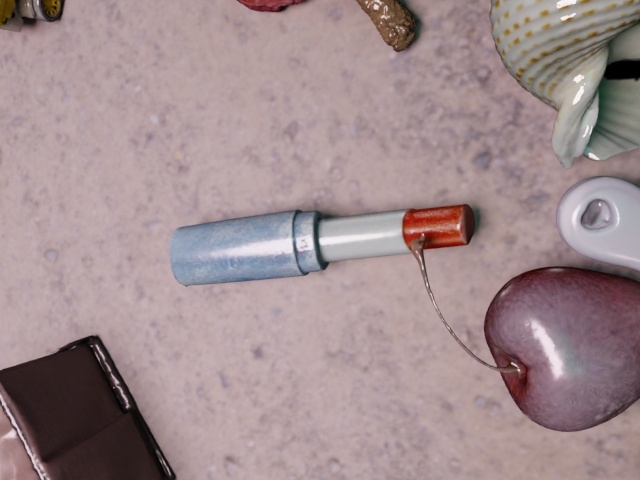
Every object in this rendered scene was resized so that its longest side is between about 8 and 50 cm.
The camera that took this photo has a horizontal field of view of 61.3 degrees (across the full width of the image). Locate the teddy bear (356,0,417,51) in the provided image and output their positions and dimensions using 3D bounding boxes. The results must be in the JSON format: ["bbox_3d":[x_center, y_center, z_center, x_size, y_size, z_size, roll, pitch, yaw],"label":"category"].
[{"bbox_3d":[0.035,-0.251,0.465,0.119,0.160,0.078,-56,43,4],"label":"teddy bear"}]

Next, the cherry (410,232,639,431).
[{"bbox_3d":[0.188,0.052,0.432,0.148,0.115,0.188,-28,78,29],"label":"cherry"}]

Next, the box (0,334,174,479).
[{"bbox_3d":[-0.305,0.244,0.511,0.252,0.153,0.188,-33,84,8],"label":"box"}]

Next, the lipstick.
[{"bbox_3d":[0.000,0.000,0.490,0.274,0.068,0.061,-6,91,13],"label":"lipstick"}]

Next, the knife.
[{"bbox_3d":[0.343,0.056,0.440,0.331,0.044,0.080,33,103,6],"label":"knife"}]

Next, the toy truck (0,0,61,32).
[{"bbox_3d":[-0.318,-0.320,0.535,0.098,0.114,0.227,13,92,12],"label":"toy truck"}]

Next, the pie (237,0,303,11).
[{"bbox_3d":[-0.042,-0.295,0.519,0.153,0.038,0.154,0,89,9],"label":"pie"}]

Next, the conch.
[{"bbox_3d":[0.213,-0.170,0.419,0.172,0.131,0.200,-5,130,-10],"label":"conch"}]
